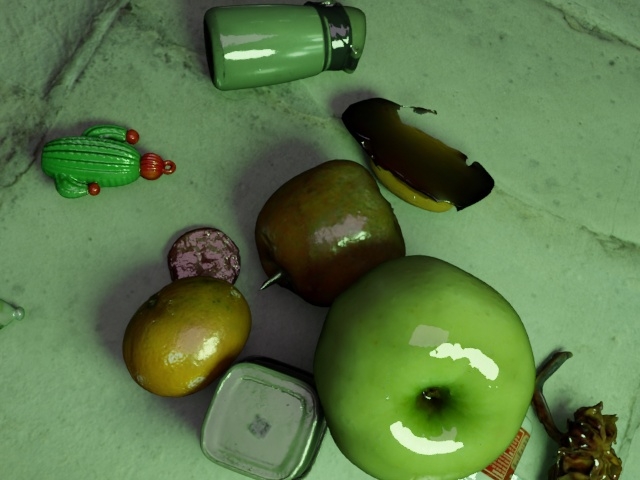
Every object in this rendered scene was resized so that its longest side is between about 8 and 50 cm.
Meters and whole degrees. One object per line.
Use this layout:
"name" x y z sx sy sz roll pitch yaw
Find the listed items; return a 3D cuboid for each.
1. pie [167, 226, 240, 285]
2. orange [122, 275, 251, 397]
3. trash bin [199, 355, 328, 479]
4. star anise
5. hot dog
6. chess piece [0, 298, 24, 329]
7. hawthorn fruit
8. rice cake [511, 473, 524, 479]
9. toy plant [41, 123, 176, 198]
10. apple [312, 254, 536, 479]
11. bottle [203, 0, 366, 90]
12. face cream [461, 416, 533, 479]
"pie" -0.233 0.047 1.214 0.155 0.036 0.154 2 77 -8
"orange" -0.241 0.164 1.087 0.240 0.240 0.171 -40 111 -15
"trash bin" -0.093 0.317 1.067 0.219 0.250 0.219 18 76 4
"star anise" 0.506 0.386 1.197 0.237 0.148 0.346 25 54 -43
"hot dog" 0.197 -0.169 1.298 0.194 0.107 0.326 -34 75 -24
"chess piece" -0.681 0.139 1.090 0.272 0.139 0.139 0 77 -20
"hawthorn fruit" 0.000 0.000 1.154 0.301 0.268 0.267 -30 84 -12
"rice cake" 0.351 0.553 1.190 0.189 0.037 0.198 32 74 -1
"toy plant" -0.425 -0.165 1.207 0.240 0.088 0.154 -20 66 -20
"apple" 0.155 0.199 0.967 0.358 0.357 0.357 2 77 -8
"bottle" -0.066 -0.417 1.282 0.347 0.168 0.168 -11 79 -15
"face cream" 0.266 0.377 1.133 0.201 0.201 0.187 31 75 -1
